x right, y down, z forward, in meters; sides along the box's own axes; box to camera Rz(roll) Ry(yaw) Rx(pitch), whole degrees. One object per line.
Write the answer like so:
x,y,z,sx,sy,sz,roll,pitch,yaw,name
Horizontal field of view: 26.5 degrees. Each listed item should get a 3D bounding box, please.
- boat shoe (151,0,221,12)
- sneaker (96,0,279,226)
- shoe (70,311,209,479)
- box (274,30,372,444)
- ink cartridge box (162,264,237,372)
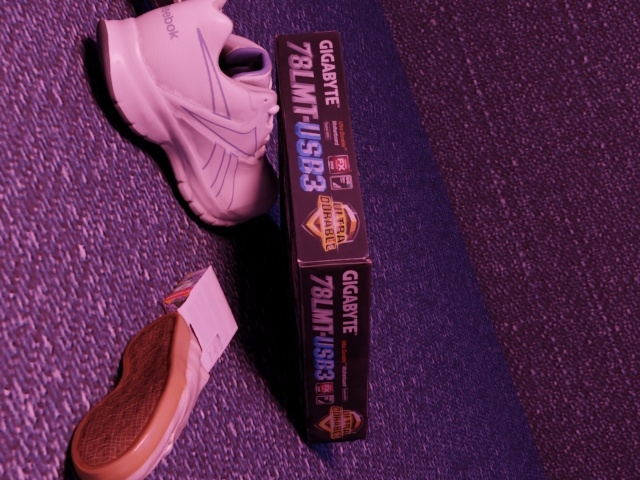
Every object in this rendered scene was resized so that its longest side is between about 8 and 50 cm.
-0.186,-0.338,1.251,0.116,0.097,0.324,2,-65,61,boat shoe
-0.088,-0.108,1.225,0.297,0.129,0.111,54,18,-59,sneaker
-0.113,0.117,0.932,0.058,0.076,0.219,60,14,-16,shoe
0.000,0.000,1.328,0.293,0.073,0.295,88,-4,-50,box
-0.104,0.069,1.132,0.115,0.029,0.063,-60,129,-71,ink cartridge box
